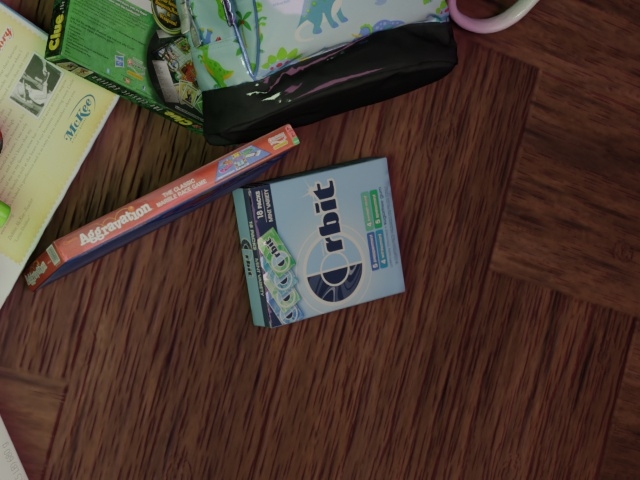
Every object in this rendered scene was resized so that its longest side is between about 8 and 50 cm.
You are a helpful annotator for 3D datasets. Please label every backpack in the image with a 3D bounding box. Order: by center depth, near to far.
[{"bbox_3d":[-0.026,-0.313,1.977,0.290,0.273,0.355,-16,83,-20],"label":"backpack"}]

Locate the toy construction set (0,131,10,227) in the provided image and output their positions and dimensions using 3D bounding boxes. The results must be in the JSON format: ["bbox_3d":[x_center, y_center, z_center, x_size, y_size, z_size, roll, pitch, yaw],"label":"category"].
[{"bbox_3d":[-0.403,-0.043,1.757,0.328,0.151,0.215,44,45,-34],"label":"toy construction set"}]

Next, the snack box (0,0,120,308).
[{"bbox_3d":[-0.350,-0.065,1.913,0.187,0.060,0.322,35,75,-30],"label":"snack box"}]

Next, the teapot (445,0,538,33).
[{"bbox_3d":[0.223,-0.383,2.177,0.187,0.252,0.256,-10,87,-15],"label":"teapot"}]

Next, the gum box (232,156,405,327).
[{"bbox_3d":[0.000,0.000,2.162,0.184,0.041,0.157,-15,101,-32],"label":"gum box"}]

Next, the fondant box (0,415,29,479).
[{"bbox_3d":[-0.407,0.285,1.805,0.330,0.096,0.238,-38,111,-51],"label":"fondant box"}]

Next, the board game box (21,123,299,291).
[{"bbox_3d":[-0.163,-0.033,1.982,0.281,0.145,0.027,-28,89,-25],"label":"board game box"}]

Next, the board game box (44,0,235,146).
[{"bbox_3d":[-0.169,-0.201,1.991,0.260,0.030,0.136,26,67,-44],"label":"board game box"}]
